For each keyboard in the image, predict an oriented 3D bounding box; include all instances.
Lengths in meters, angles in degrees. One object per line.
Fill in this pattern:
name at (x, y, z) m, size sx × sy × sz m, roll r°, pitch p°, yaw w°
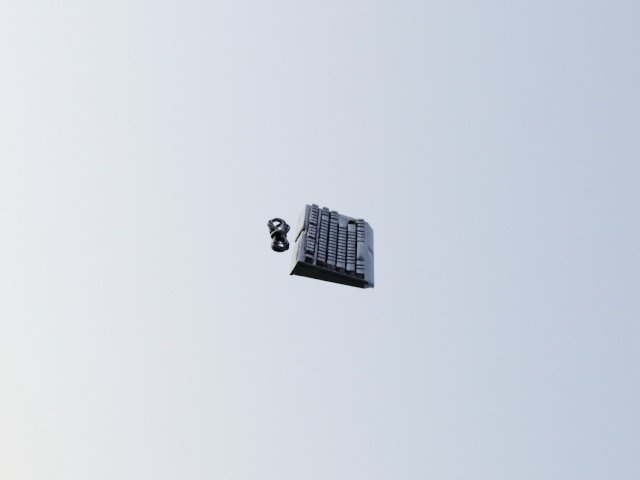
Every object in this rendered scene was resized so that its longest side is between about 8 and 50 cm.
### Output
keyboard at (0.000, 0.000, 1.342) m, size 0.180 × 0.108 × 0.023 m, roll -85°, pitch -174°, yaw -72°
